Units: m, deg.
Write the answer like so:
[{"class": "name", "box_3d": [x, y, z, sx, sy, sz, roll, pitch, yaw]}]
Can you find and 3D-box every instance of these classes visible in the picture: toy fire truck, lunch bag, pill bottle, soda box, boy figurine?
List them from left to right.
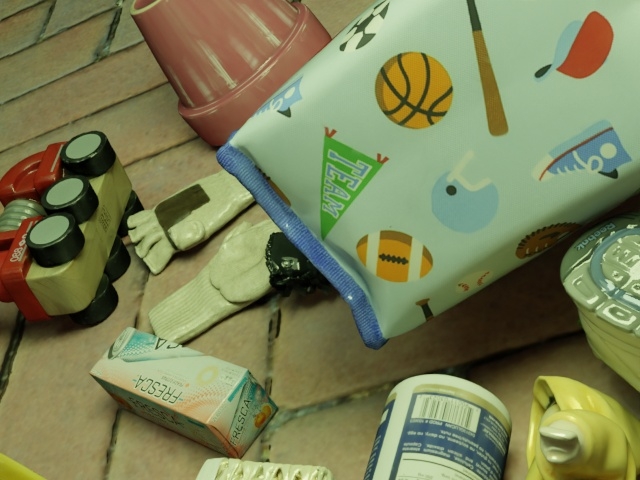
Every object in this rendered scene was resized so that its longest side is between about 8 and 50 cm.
[{"class": "toy fire truck", "box_3d": [-0.339, 0.011, 1.259, 0.246, 0.158, 0.217, -9, 42, 15]}, {"class": "soda box", "box_3d": [-0.126, 0.135, 1.002, 0.183, 0.058, 0.063, 12, 55, 44]}, {"class": "pill bottle", "box_3d": [0.072, 0.185, 0.760, 0.094, 0.094, 0.169, -8, 43, 31]}, {"class": "lunch bag", "box_3d": [0.156, -0.123, 0.885, 0.328, 0.239, 0.385, -33, 8, 24]}, {"class": "boy figurine", "box_3d": [0.135, 0.168, 0.674, 0.092, 0.177, 0.285, 17, 36, 20]}]

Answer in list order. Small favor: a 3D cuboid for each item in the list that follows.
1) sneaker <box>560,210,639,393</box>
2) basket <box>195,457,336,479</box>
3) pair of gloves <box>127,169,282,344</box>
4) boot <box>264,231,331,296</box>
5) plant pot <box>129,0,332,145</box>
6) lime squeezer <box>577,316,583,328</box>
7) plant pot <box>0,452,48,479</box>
[{"class": "sneaker", "box_3d": [0.285, 0.095, 0.697, 0.111, 0.129, 0.297, -40, 54, -13]}, {"class": "basket", "box_3d": [-0.039, 0.246, 0.762, 0.103, 0.113, 0.167, -6, 43, 27]}, {"class": "pair of gloves", "box_3d": [-0.103, -0.005, 1.164, 0.204, 0.042, 0.240, -30, 36, 4]}, {"class": "boot", "box_3d": [0.000, 0.000, 1.054, 0.099, 0.045, 0.121, -4, 47, 7]}, {"class": "plant pot", "box_3d": [-0.117, -0.242, 1.303, 0.201, 0.180, 0.201, -31, 29, 20]}, {"class": "lime squeezer", "box_3d": [0.332, -0.030, 0.865, 0.310, 0.059, 0.110, -23, 67, 11]}, {"class": "plant pot", "box_3d": [-0.278, 0.291, 0.795, 0.254, 0.254, 0.239, 27, 80, 50]}]
